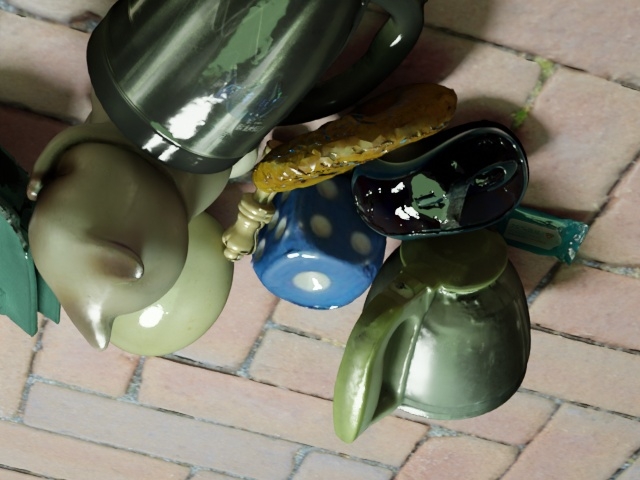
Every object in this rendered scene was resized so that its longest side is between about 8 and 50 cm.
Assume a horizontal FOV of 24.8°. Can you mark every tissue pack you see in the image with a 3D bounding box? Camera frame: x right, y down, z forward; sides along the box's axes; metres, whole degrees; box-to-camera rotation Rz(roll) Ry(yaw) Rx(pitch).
[{"bbox_3d":[0.287,-0.014,1.975,0.138,0.028,0.085,15,138,-1],"label":"tissue pack"}]

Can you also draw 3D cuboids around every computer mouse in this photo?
[{"bbox_3d":[0.146,-0.071,1.839,0.233,0.096,0.137,-18,116,19],"label":"computer mouse"}]

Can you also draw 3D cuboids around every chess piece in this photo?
[{"bbox_3d":[-0.081,-0.046,1.910,0.060,0.060,0.172,21,111,-17],"label":"chess piece"}]

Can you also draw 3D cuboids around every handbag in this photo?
[{"bbox_3d":[-0.437,-0.036,1.932,0.268,0.100,0.274,41,150,17],"label":"handbag"}]

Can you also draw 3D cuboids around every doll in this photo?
[{"bbox_3d":[-0.229,-0.072,1.762,0.226,0.370,0.215,35,134,-5],"label":"doll"}]

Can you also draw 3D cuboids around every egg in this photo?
[{"bbox_3d":[-0.218,0.053,2.013,0.188,0.189,0.254,25,132,-20],"label":"egg"}]

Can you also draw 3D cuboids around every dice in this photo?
[{"bbox_3d":[0.000,0.000,1.944,0.146,0.146,0.143,24,141,-21],"label":"dice"}]

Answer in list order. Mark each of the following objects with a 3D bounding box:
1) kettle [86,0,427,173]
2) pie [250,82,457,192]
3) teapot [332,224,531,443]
[{"bbox_3d":[-0.045,-0.239,1.605,0.321,0.228,0.324,21,136,-32],"label":"kettle"},{"bbox_3d":[0.038,-0.120,1.731,0.273,0.273,0.069,-24,95,34],"label":"pie"},{"bbox_3d":[0.133,0.096,1.951,0.321,0.239,0.239,-15,134,-17],"label":"teapot"}]
